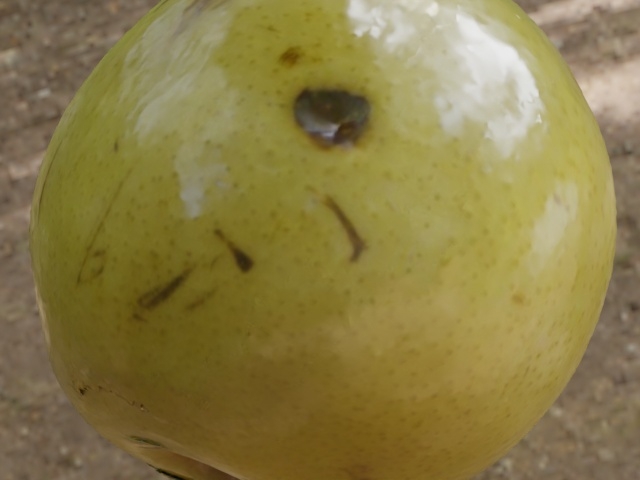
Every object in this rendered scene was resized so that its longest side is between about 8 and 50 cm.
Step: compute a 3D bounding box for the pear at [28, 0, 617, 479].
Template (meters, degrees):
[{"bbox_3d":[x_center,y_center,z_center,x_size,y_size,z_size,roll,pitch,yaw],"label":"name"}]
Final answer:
[{"bbox_3d":[0.000,0.000,1.004,0.348,0.348,0.348,-14,20,5],"label":"pear"}]
